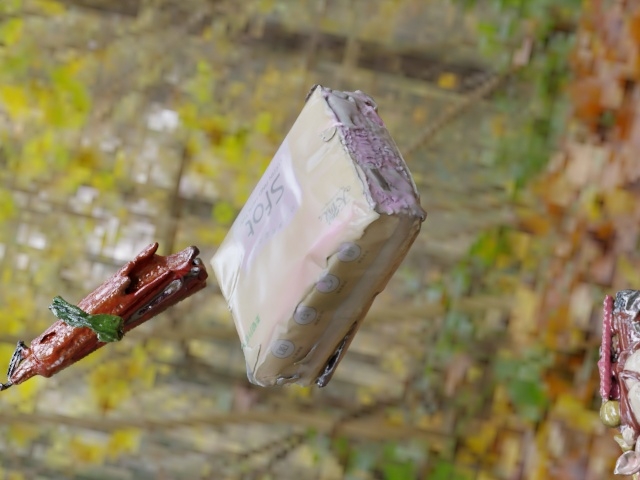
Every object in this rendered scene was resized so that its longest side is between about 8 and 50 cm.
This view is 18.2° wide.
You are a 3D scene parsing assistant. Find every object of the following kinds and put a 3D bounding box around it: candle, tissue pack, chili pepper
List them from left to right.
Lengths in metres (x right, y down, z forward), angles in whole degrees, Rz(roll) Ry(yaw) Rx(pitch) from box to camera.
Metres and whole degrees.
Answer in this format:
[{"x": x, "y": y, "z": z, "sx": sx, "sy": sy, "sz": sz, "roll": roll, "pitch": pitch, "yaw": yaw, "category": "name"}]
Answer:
[{"x": -0.230, "y": 0.077, "z": 1.953, "sx": 0.034, "sy": 0.091, "sz": 0.030, "roll": -37, "pitch": -40, "yaw": -51, "category": "chili pepper"}, {"x": -0.269, "y": 0.099, "z": 2.441, "sx": 0.301, "sy": 0.084, "sz": 0.059, "roll": -36, "pitch": 10, "yaw": 4, "category": "candle"}, {"x": 0.000, "y": 0.000, "z": 2.072, "sx": 0.257, "sy": 0.123, "sz": 0.215, "roll": -56, "pitch": 37, "yaw": 28, "category": "tissue pack"}]

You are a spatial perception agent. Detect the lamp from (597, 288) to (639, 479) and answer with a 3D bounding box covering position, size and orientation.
[{"x": 0.319, "y": 0.169, "z": 1.885, "sx": 0.118, "sy": 0.118, "sz": 0.253, "roll": 92, "pitch": -176, "yaw": -62, "category": "lamp"}]
